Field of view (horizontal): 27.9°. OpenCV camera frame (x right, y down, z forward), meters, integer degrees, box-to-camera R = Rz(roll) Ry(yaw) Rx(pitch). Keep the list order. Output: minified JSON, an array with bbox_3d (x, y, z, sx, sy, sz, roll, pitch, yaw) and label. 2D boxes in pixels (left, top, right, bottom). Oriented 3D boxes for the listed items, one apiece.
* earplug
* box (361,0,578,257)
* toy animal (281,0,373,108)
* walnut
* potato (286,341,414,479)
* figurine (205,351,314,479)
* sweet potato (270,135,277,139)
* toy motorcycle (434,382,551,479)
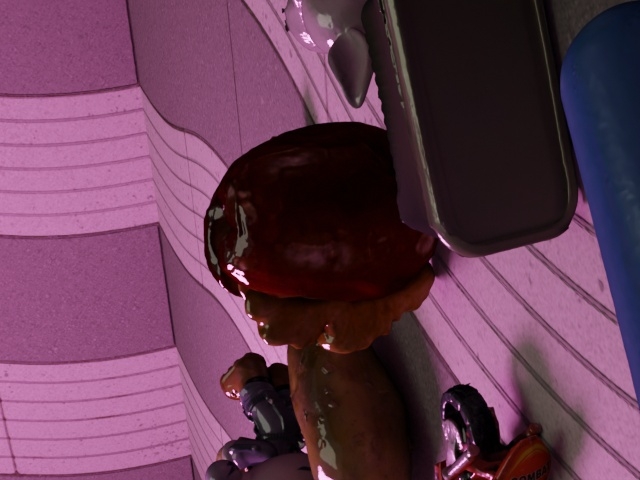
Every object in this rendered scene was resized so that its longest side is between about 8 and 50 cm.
[{"bbox_3d":[0.226,-0.023,0.794,0.132,0.132,0.273,116,143,-67],"label":"earplug"},{"bbox_3d":[0.112,-0.129,1.108,0.178,0.138,0.274,-166,65,-79],"label":"box"},{"bbox_3d":[0.037,-0.232,1.341,0.221,0.104,0.130,-131,33,-61],"label":"toy animal"},{"bbox_3d":[0.000,0.000,1.369,0.222,0.269,0.243,20,117,57],"label":"walnut"},{"bbox_3d":[0.036,0.219,1.659,0.191,0.141,0.296,70,180,-67],"label":"potato"},{"bbox_3d":[-0.057,0.336,1.811,0.186,0.261,0.382,-59,35,28],"label":"figurine"},{"bbox_3d":[-0.017,-0.016,1.793,0.075,0.075,0.273,152,102,-75],"label":"sweet potato"},{"bbox_3d":[0.175,0.290,1.299,0.171,0.089,0.298,-132,33,-59],"label":"toy motorcycle"}]
